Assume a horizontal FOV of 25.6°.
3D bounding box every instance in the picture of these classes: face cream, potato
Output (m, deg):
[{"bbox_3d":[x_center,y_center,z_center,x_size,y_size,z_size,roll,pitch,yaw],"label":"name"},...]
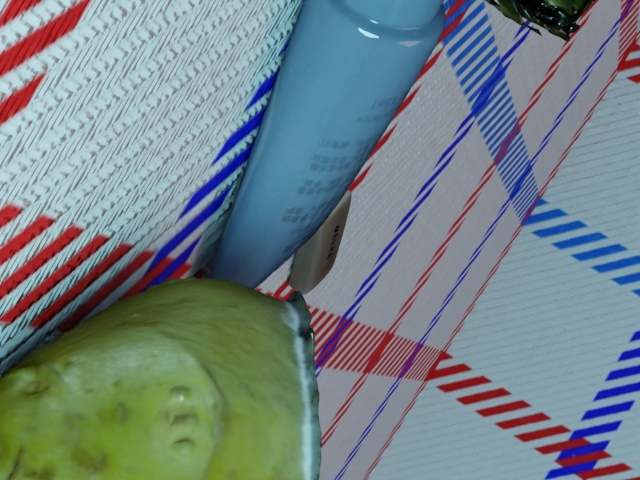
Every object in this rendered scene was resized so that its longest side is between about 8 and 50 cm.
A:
[{"bbox_3d":[0.005,-0.084,0.925,0.135,0.086,0.385,-41,164,-44],"label":"face cream"},{"bbox_3d":[-0.116,0.138,0.791,0.299,0.196,0.246,-114,-143,-72],"label":"potato"}]

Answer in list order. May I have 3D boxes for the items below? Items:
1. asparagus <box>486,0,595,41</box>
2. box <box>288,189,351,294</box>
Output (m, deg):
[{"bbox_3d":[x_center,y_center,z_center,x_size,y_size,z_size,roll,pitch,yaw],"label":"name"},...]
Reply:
[{"bbox_3d":[0.241,-0.346,1.122,0.128,0.108,0.382,14,110,-38],"label":"asparagus"},{"bbox_3d":[0.000,0.000,1.213,0.048,0.025,0.115,-51,165,-36],"label":"box"}]
